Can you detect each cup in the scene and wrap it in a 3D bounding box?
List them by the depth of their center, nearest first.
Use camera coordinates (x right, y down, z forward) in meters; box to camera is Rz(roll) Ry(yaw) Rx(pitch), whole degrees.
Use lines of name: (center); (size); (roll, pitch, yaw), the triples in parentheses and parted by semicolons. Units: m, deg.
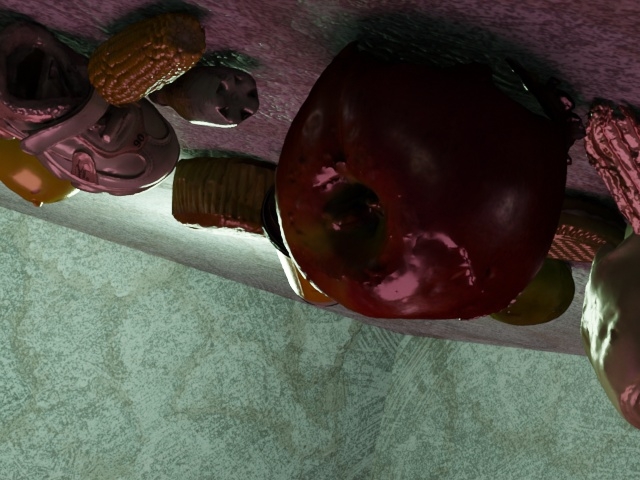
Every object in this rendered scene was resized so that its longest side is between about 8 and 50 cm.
cup: (0.000, 0.000, 2.024); (0.196, 0.196, 0.279); (11, 151, 12)

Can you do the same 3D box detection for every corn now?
corn: (-0.225, -0.235, 1.431); (0.091, 0.091, 0.260); (21, 165, -30)

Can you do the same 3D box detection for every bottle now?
bottle: (-0.176, -0.207, 1.575); (0.083, 0.083, 0.270); (19, 179, -32)

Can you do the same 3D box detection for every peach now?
peach: (0.131, -0.072, 1.368); (0.339, 0.353, 0.416); (18, -153, 25)

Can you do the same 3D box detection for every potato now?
potato: (0.407, 0.092, 2.233); (0.253, 0.186, 0.148); (17, -149, -37)

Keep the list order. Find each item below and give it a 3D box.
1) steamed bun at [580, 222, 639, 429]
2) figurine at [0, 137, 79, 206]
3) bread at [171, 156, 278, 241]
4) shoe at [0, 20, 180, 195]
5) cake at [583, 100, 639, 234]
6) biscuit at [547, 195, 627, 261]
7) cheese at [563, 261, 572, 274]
steamed bun: (0.537, 0.123, 1.694); (0.339, 0.352, 0.247); (14, 162, -23)
figurine: (-0.570, -0.176, 2.011); (0.344, 0.187, 0.215); (15, -178, 24)
bread: (-0.167, -0.077, 2.145); (0.227, 0.142, 0.253); (12, 172, -43)
shoe: (-0.359, -0.184, 1.621); (0.351, 0.172, 0.198); (23, 167, -20)
cake: (0.423, -0.097, 1.410); (0.098, 0.135, 0.287); (10, 152, 46)
biscuit: (0.396, -0.022, 1.871); (0.259, 0.079, 0.259); (11, 170, 2)
cheese: (0.456, 0.063, 2.390); (0.171, 0.047, 0.092); (8, 168, 33)
